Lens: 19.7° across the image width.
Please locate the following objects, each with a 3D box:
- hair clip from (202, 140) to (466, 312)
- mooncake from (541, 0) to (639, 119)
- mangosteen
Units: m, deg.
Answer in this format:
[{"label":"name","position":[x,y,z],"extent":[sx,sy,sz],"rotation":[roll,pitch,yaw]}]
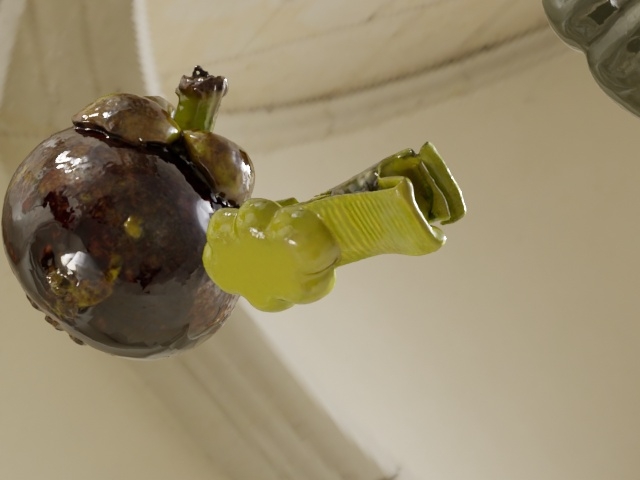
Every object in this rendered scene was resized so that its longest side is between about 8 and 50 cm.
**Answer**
[{"label":"hair clip","position":[0.000,0.000,1.002],"extent":[0.072,0.173,0.046],"rotation":[59,-137,-17]},{"label":"mooncake","position":[0.328,-0.205,1.758],"extent":[0.275,0.135,0.275],"rotation":[37,-151,-25]},{"label":"mangosteen","position":[-0.124,-0.023,1.328],"extent":[0.192,0.192,0.217],"rotation":[36,-89,-10]}]
